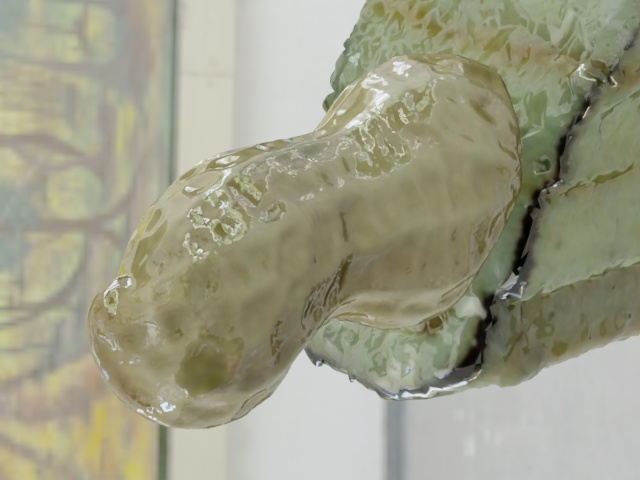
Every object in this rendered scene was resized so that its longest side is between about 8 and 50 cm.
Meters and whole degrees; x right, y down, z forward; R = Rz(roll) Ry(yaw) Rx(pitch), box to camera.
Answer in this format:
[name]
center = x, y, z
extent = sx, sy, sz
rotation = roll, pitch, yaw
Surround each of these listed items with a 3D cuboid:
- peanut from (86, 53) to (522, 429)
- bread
[peanut]
center = 0.000, 0.000, 0.890
extent = 0.136, 0.298, 0.120
rotation = 56, 147, 5
[bread]
center = 0.167, -0.073, 1.115
extent = 0.239, 0.264, 0.395
rotation = 29, 103, 45
